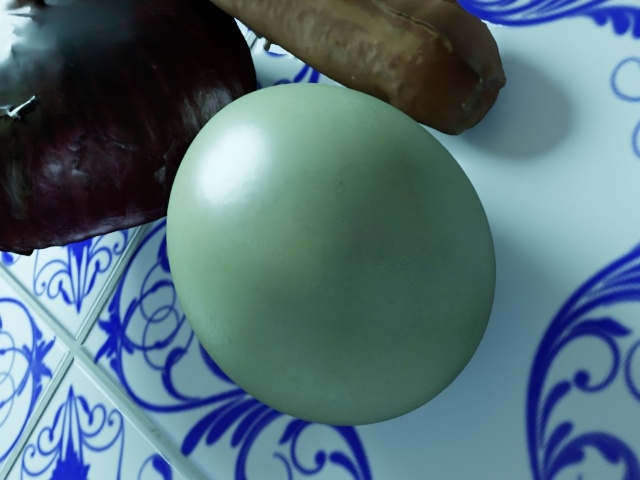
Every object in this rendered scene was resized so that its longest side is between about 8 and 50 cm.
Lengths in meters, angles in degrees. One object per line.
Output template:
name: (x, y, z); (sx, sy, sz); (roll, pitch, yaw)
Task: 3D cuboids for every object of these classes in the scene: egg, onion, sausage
egg: (0.000, 0.000, 0.623); (0.188, 0.188, 0.254); (-49, 38, 12)
onion: (-0.198, -0.124, 0.785); (0.314, 0.232, 0.314); (-3, 37, 2)
sausage: (-0.049, -0.206, 0.727); (0.419, 0.094, 0.094); (34, 53, 15)
